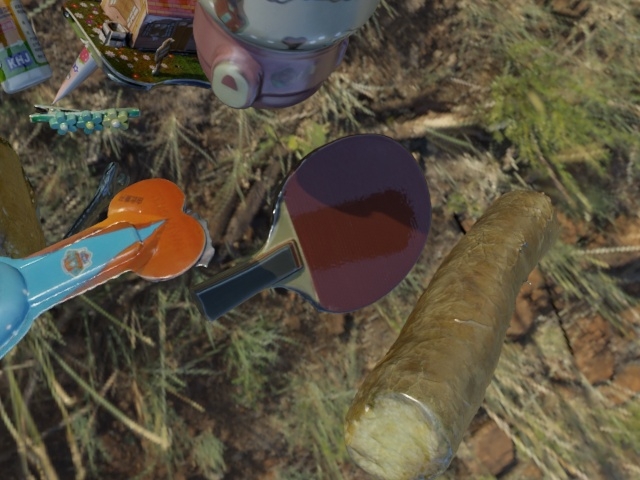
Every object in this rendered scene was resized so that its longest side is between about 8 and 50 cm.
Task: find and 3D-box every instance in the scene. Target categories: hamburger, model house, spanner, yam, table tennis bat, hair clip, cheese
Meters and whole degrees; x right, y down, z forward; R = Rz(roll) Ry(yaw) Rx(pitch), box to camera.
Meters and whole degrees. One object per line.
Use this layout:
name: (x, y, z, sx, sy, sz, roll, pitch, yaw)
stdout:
hamburger: (-0.513, -0.052, 1.251, 0.158, 0.319, 0.319, -15, 136, -2)
model house: (-0.215, -0.354, 1.319, 0.294, 0.207, 0.154, -10, 143, -45)
spanner: (-0.273, 0.006, 0.914, 0.015, 0.254, 0.054, 15, 141, 15)
yam: (0.095, 0.040, 0.531, 0.299, 0.066, 0.066, -45, 161, -54)
table tennis bat: (0.000, 0.000, 0.635, 0.220, 0.019, 0.130, -29, 108, -29)
hair clip: (-0.379, -0.194, 1.374, 0.172, 0.049, 0.049, -1, 131, -10)
cheese: (-0.187, 0.035, 0.505, 0.256, 0.106, 0.037, -25, 143, -9)

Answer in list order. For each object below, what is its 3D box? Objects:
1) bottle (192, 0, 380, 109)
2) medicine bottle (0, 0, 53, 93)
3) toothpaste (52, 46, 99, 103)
bottle: (-0.012, -0.170, 0.449, 0.120, 0.120, 0.253, -8, 150, -19)
medicine bottle: (-0.383, -0.279, 0.967, 0.061, 0.092, 0.221, -21, 102, 4)
toothpaste: (-0.415, -0.303, 1.494, 0.043, 0.067, 0.194, 44, 136, -13)
